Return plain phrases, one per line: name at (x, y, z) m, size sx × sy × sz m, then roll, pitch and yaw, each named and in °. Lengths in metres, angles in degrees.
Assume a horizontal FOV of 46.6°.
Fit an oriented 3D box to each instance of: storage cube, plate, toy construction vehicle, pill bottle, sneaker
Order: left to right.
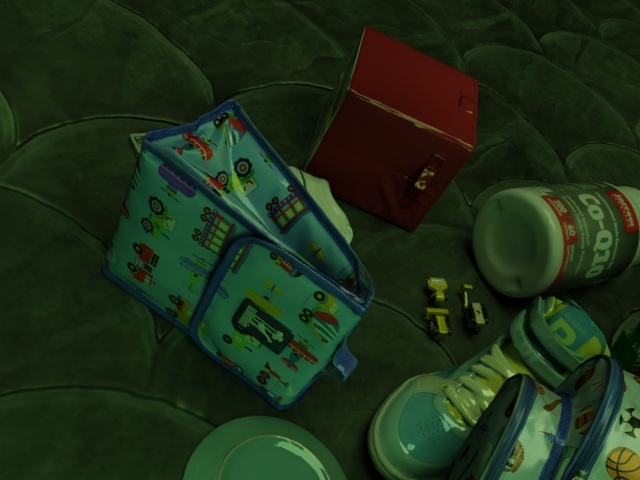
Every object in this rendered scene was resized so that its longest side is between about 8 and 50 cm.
plate at (-0.047, 0.260, 0.752) m, size 0.188 × 0.024 × 0.188 m, roll 17°, pitch 44°, yaw -17°
sneaker at (0.000, 0.000, 0.960) m, size 0.091 × 0.094 × 0.258 m, roll 5°, pitch 49°, yaw -21°
storage cube at (0.104, -0.165, 1.104) m, size 0.193 × 0.183 × 0.215 m, roll 24°, pitch 44°, yaw -8°
toy construction vehicle at (0.182, 0.098, 1.027) m, size 0.086 × 0.035 × 0.098 m, roll 3°, pitch 47°, yaw -13°
sneaker at (0.205, 0.158, 0.854) m, size 0.319 × 0.208 × 0.127 m, roll -20°, pitch 65°, yaw -40°
pill bottle at (0.386, -0.009, 1.141) m, size 0.283 × 0.161 × 0.161 m, roll -8°, pitch 56°, yaw -34°

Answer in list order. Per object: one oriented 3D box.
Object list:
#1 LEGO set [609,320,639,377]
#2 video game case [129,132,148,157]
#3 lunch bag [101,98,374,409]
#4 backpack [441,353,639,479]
LEGO set at (0.526, 0.171, 0.953) m, size 0.192 × 0.331 × 0.255 m, roll -1°, pitch 36°, yaw -9°
video game case at (-0.196, -0.099, 0.999) m, size 0.087 × 0.011 × 0.122 m, roll -10°, pitch 58°, yaw -35°
lunch bag at (-0.071, 0.038, 0.793) m, size 0.293 × 0.221 × 0.138 m, roll 43°, pitch 45°, yaw 12°
backpack at (0.231, 0.235, 0.694) m, size 0.213 × 0.276 × 0.263 m, roll 38°, pitch 82°, yaw 5°
